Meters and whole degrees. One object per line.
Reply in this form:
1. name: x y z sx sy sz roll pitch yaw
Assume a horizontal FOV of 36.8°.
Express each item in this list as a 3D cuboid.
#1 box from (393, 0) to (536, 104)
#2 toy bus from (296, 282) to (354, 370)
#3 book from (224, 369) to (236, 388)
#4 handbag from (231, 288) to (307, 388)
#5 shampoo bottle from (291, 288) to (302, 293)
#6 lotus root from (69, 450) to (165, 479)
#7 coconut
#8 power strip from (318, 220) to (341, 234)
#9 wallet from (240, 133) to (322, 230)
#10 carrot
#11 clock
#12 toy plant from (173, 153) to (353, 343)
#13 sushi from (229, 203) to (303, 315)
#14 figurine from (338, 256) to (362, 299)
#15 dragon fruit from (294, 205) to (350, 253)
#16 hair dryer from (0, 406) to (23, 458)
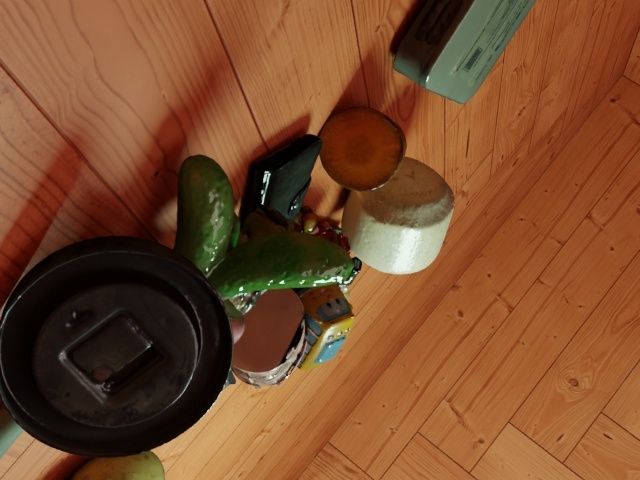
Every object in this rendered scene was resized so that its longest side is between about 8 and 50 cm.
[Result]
1. box: 0.325 -0.471 1.928 0.396 0.111 0.396 -57 163 13
2. toy bus: -0.011 0.188 2.098 0.126 0.136 0.209 -18 150 -39
3. book: -0.279 0.313 1.913 0.231 0.026 0.157 -29 160 -10
4. handbag: -0.117 0.190 1.963 0.205 0.179 0.116 -63 174 -14
5. shampoo bottle: -0.072 0.124 2.144 0.063 0.057 0.207 -33 155 -22
6. lotus root: -0.407 0.490 1.852 0.284 0.146 0.160 -27 130 -68
7. coconut: 0.163 -0.046 2.121 0.237 0.237 0.266 -39 151 -38
8. power strip: 0.000 0.000 2.132 0.080 0.029 0.227 -55 162 8
9. wallet: -0.087 -0.055 1.780 0.172 0.045 0.318 -37 158 -39
10. carrot: 0.103 -0.189 1.876 0.159 0.159 0.225 -59 172 19
11. clock: -0.279 0.145 1.309 0.319 0.319 0.066 -56 -153 11
12. toy plant: -0.172 0.079 1.472 0.356 0.317 0.210 -53 -157 1
13. sushi: -0.166 0.057 1.645 0.291 0.139 0.131 -49 156 -9
14. figurine: 0.023 0.086 2.181 0.114 0.108 0.196 -8 156 -26
15. dragon fruit: -0.011 0.010 1.966 0.133 0.150 0.207 -58 142 -28
16. hair dryer: -0.514 0.332 1.424 0.229 0.092 0.267 -46 176 -39
